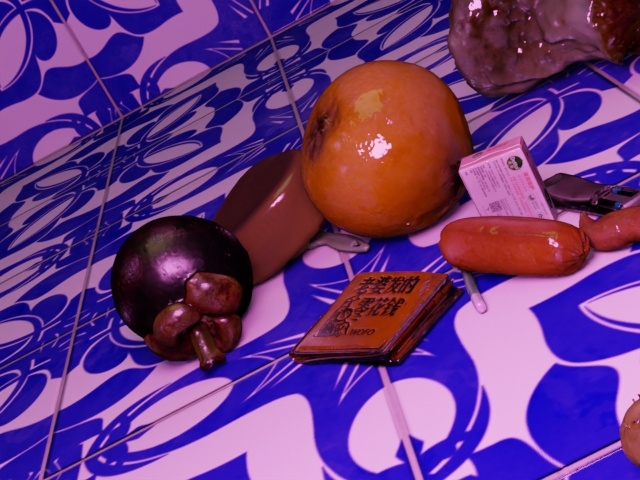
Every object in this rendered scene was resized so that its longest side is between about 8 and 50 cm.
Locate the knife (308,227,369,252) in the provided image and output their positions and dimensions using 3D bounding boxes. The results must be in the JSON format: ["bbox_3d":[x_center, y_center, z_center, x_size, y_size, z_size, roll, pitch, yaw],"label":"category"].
[{"bbox_3d":[-0.001,-0.002,1.839,0.043,0.020,0.293,-41,22,-16],"label":"knife"}]

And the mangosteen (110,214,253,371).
[{"bbox_3d":[-0.190,0.083,1.670,0.211,0.211,0.250,-27,51,5],"label":"mangosteen"}]

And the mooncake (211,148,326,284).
[{"bbox_3d":[-0.081,-0.031,1.847,0.235,0.117,0.234,-40,25,23],"label":"mooncake"}]

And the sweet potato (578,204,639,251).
[{"bbox_3d":[0.378,-0.017,1.344,0.202,0.058,0.055,-7,72,53],"label":"sweet potato"}]

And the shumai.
[{"bbox_3d":[0.414,-0.405,1.897,0.323,0.324,0.397,12,49,39],"label":"shumai"}]

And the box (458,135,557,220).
[{"bbox_3d":[0.244,-0.062,1.515,0.089,0.125,0.043,-19,22,21],"label":"box"}]

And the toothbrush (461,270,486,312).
[{"bbox_3d":[0.188,0.034,1.515,0.024,0.018,0.257,-29,21,9],"label":"toothbrush"}]

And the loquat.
[{"bbox_3d":[0.091,-0.132,1.690,0.263,0.263,0.263,-25,21,11],"label":"loquat"}]

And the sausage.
[{"bbox_3d":[0.236,0.006,1.422,0.198,0.076,0.076,4,38,42],"label":"sausage"}]

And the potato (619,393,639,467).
[{"bbox_3d":[0.319,0.158,0.986,0.138,0.070,0.091,-15,26,32],"label":"potato"}]

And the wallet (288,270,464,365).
[{"bbox_3d":[0.067,0.097,1.491,0.195,0.042,0.161,-2,34,50],"label":"wallet"}]

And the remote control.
[{"bbox_3d":[0.348,-0.057,1.504,0.059,0.028,0.212,-36,22,-15],"label":"remote control"}]
